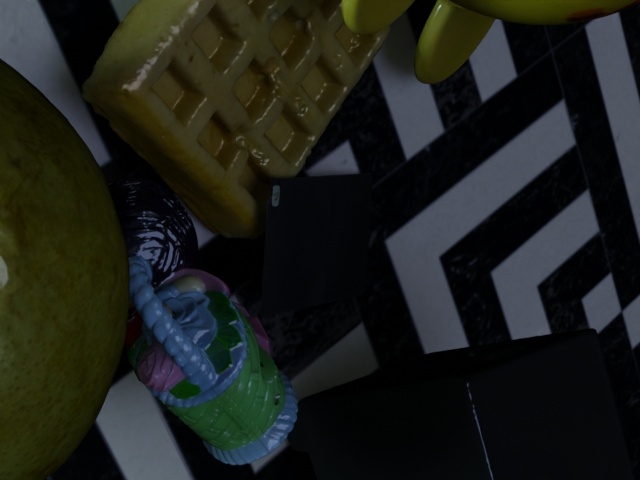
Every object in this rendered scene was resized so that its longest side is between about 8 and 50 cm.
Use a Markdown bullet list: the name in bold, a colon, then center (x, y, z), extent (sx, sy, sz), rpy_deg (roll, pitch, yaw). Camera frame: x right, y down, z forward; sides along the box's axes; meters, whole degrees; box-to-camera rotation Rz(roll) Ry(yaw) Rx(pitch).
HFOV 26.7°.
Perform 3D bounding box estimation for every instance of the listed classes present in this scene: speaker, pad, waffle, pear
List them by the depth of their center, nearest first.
- **pear**: center (-0.258, 0.030, 0.820), extent (0.303, 0.304, 0.304), rpy_deg (-11, 107, -38)
- **waffle**: center (-0.055, -0.150, 1.076), extent (0.248, 0.055, 0.221), rpy_deg (-57, 144, -14)
- **pad**: center (0.000, 0.000, 1.175), extent (0.193, 0.004, 0.116), rpy_deg (-7, 104, -62)
- **speaker**: center (0.124, 0.214, 1.185), extent (0.184, 0.254, 0.232), rpy_deg (-14, 90, -38)

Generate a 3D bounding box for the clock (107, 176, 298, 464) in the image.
- **clock**: center (-0.109, 0.055, 1.027), extent (0.100, 0.194, 0.195), rpy_deg (-35, 123, -2)

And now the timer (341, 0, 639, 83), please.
- **timer**: center (0.155, -0.310, 1.085), extent (0.376, 0.376, 0.387), rpy_deg (27, 102, -41)
